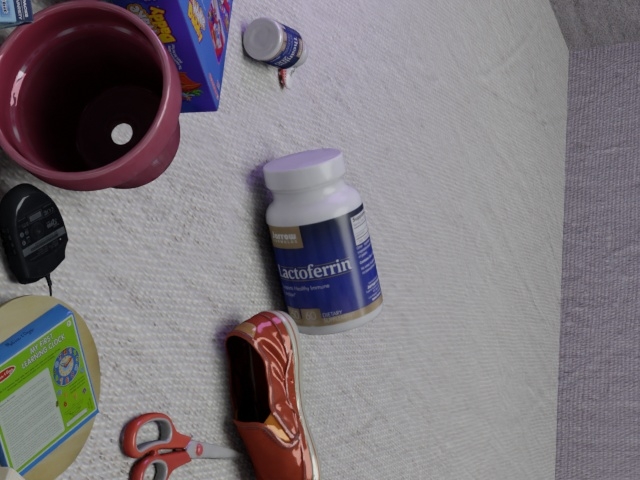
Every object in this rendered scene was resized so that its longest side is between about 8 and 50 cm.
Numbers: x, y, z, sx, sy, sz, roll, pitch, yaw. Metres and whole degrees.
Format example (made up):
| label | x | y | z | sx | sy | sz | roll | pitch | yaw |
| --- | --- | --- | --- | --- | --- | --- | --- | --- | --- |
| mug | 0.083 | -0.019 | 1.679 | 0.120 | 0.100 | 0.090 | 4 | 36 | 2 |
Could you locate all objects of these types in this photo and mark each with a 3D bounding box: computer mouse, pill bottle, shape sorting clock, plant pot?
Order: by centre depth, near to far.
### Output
| label | x | y | z | sx | sy | sz | roll | pitch | yaw |
| --- | --- | --- | --- | --- | --- | --- | --- | --- | --- |
| shape sorting clock | -0.306 | 0.159 | 1.256 | 0.206 | 0.040 | 0.206 | -15 | 108 | -58 |
| computer mouse | -0.304 | 0.049 | 1.304 | 0.071 | 0.041 | 0.242 | -34 | 124 | -46 |
| plant pot | -0.239 | -0.140 | 1.315 | 0.180 | 0.201 | 0.201 | 51 | 38 | -75 |
| pill bottle | 0.000 | 0.000 | 1.841 | 0.153 | 0.153 | 0.264 | -41 | 122 | -61 |
| pill bottle | -0.065 | -0.304 | 1.863 | 0.120 | 0.067 | 0.067 | 6 | 80 | -65 |

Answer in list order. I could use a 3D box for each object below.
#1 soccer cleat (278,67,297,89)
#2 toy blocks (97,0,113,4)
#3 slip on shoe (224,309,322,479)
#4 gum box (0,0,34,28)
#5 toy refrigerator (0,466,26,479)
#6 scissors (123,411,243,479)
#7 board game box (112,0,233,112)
| label | x | y | z | sx | sy | sz | roll | pitch | yaw |
| --- | --- | --- | --- | --- | --- | --- | --- | --- | --- |
| soccer cleat | -0.046 | -0.287 | 1.940 | 0.029 | 0.036 | 0.083 | 32 | 56 | -61 |
| toy blocks | -0.244 | -0.311 | 1.484 | 0.123 | 0.054 | 0.148 | 31 | 59 | -63 |
| slip on shoe | -0.076 | 0.266 | 1.685 | 0.101 | 0.123 | 0.331 | -9 | 93 | -45 |
| gum box | -0.373 | -0.199 | 1.048 | 0.184 | 0.157 | 0.041 | -24 | 108 | -65 |
| toy refrigerator | -0.334 | 0.351 | 1.094 | 0.102 | 0.094 | 0.269 | 60 | 33 | -42 |
| scissors | -0.170 | 0.265 | 1.565 | 0.297 | 0.021 | 0.109 | -5 | 90 | -65 |
| board game box | -0.182 | -0.347 | 1.398 | 0.347 | 0.078 | 0.233 | 74 | 17 | -56 |
